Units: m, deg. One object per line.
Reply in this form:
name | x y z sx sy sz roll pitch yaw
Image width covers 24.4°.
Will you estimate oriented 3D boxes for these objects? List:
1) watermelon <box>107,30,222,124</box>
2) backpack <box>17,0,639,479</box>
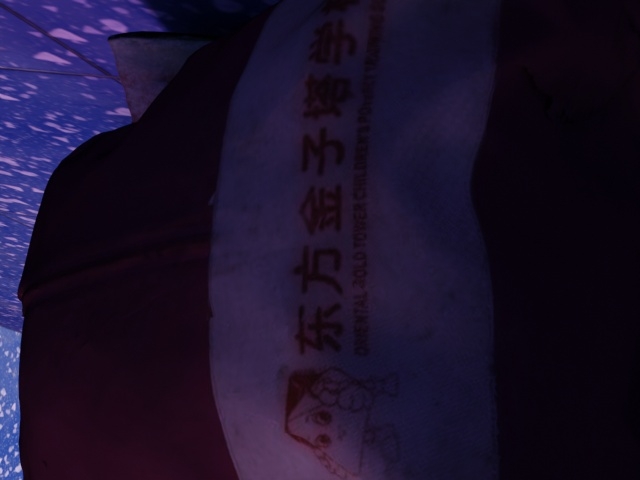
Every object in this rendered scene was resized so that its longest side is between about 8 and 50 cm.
watermelon | 0.000 0.000 0.855 0.256 0.176 0.260 39 -175 12
backpack | -0.006 0.032 0.637 0.197 0.283 0.317 22 156 -40
